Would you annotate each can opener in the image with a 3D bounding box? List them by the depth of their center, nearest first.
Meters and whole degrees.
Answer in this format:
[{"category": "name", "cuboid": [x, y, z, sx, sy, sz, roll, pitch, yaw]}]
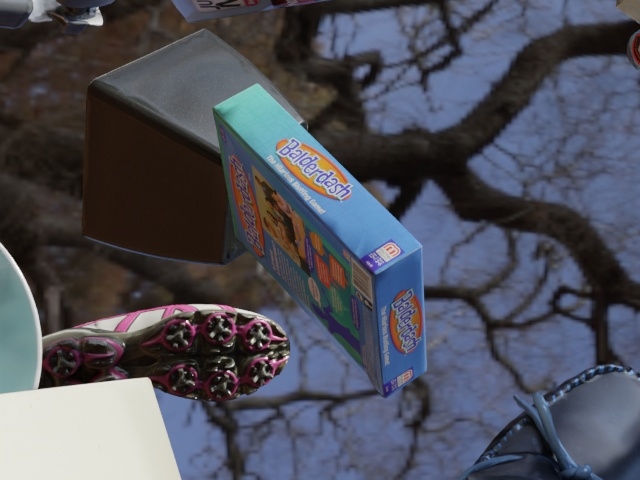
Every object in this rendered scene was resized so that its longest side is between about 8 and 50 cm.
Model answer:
[{"category": "can opener", "cuboid": [-0.334, -0.282, 1.641, 0.095, 0.283, 0.076, -45, -114, 30]}]

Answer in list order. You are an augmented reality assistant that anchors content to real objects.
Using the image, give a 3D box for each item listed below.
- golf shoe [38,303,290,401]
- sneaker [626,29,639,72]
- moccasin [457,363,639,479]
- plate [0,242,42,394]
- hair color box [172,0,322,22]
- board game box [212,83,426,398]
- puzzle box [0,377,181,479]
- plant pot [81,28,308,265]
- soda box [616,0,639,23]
[{"category": "golf shoe", "cuboid": [-0.116, 0.074, 1.054, 0.086, 0.186, 0.068, -132, -141, -72]}, {"category": "sneaker", "cuboid": [0.359, -0.179, 1.470, 0.125, 0.262, 0.104, -4, -96, 18]}, {"category": "moccasin", "cuboid": [0.128, 0.184, 0.871, 0.137, 0.342, 0.117, 30, -41, 12]}, {"category": "plate", "cuboid": [-0.249, 0.061, 0.836, 0.024, 0.188, 0.188, 145, -61, -64]}, {"category": "hair color box", "cuboid": [0.071, -0.274, 0.987, 0.374, 0.113, 0.185, -9, -102, 6]}, {"category": "board game box", "cuboid": [0.000, 0.000, 1.171, 0.210, 0.047, 0.160, 46, -22, 32]}, {"category": "puzzle box", "cuboid": [-0.091, 0.183, 0.479, 0.052, 0.409, 0.272, -18, -96, 8]}, {"category": "plant pot", "cuboid": [-0.120, -0.080, 1.563, 0.167, 0.187, 0.188, 28, -51, 26]}, {"category": "soda box", "cuboid": [0.309, -0.107, 0.847, 0.098, 0.286, 0.091, -46, -163, 44]}]
